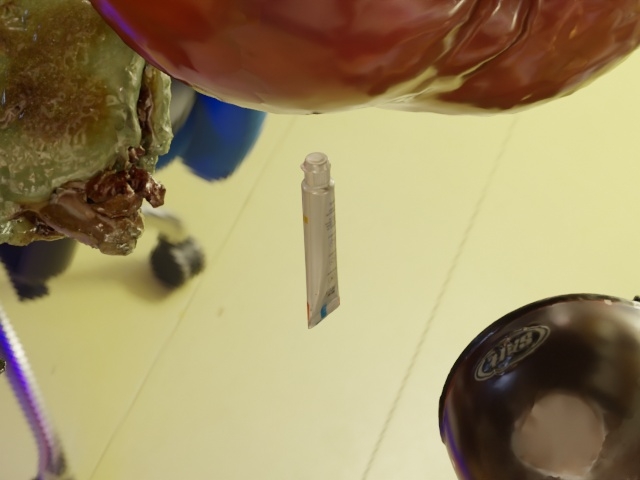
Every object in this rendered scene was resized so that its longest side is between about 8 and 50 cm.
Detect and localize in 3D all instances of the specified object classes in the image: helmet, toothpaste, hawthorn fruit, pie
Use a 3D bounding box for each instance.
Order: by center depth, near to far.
[{"bbox_3d":[0.031,-0.296,0.872,0.472,0.471,0.471,12,52,-16],"label":"hawthorn fruit"},{"bbox_3d":[0.186,0.135,1.113,0.216,0.189,0.193,47,15,-30],"label":"helmet"},{"bbox_3d":[-0.257,-0.114,1.334,0.275,0.105,0.257,1,78,4],"label":"pie"},{"bbox_3d":[0.000,0.000,1.504,0.031,0.190,0.048,26,47,31],"label":"toothpaste"}]

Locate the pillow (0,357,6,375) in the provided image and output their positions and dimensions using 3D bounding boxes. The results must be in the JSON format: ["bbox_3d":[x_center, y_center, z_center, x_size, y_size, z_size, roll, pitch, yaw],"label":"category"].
[{"bbox_3d":[-0.329,0.085,0.896,0.310,0.138,0.283,-37,40,-3],"label":"pillow"}]
